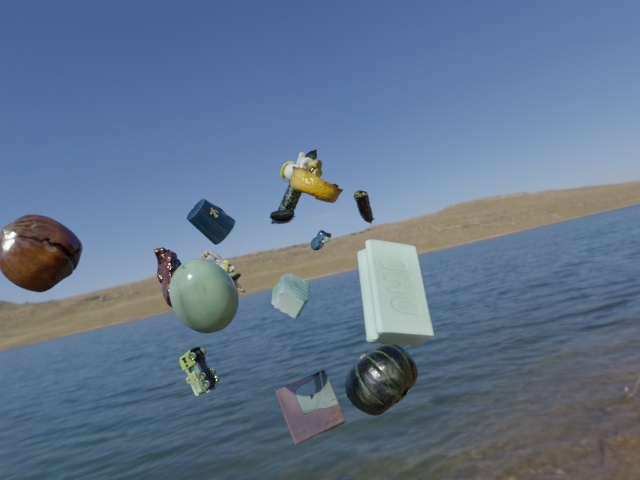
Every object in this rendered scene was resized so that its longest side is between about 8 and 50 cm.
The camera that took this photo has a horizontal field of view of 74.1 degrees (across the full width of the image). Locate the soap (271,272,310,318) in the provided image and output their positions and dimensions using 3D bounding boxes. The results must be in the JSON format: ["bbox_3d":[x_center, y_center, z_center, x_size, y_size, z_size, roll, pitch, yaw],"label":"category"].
[{"bbox_3d":[-0.119,0.219,1.753,0.091,0.145,0.230,-55,14,15],"label":"soap"}]

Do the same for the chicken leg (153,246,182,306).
[{"bbox_3d":[-0.483,0.144,1.424,0.095,0.158,0.407,-11,25,-25],"label":"chicken leg"}]

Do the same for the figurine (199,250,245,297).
[{"bbox_3d":[-0.431,0.153,1.887,0.127,0.235,0.155,-50,-4,-44],"label":"figurine"}]

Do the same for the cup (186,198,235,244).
[{"bbox_3d":[-0.445,-0.091,1.725,0.131,0.155,0.177,-37,31,19],"label":"cup"}]

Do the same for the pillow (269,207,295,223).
[{"bbox_3d":[-0.135,-0.084,1.515,0.090,0.048,0.150,1,-6,-4],"label":"pillow"}]

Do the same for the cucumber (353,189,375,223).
[{"bbox_3d":[0.152,-0.111,1.452,0.053,0.053,0.181,-14,-35,11],"label":"cucumber"}]

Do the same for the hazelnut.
[{"bbox_3d":[-0.802,0.033,1.211,0.181,0.212,0.181,17,-39,-9],"label":"hazelnut"}]

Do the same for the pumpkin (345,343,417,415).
[{"bbox_3d":[0.253,0.583,1.798,0.323,0.241,0.323,-33,-23,-16],"label":"pumpkin"}]

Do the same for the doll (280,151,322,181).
[{"bbox_3d":[-0.071,-0.241,1.481,0.081,0.129,0.207,-7,7,-37],"label":"doll"}]

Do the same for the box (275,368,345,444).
[{"bbox_3d":[-0.041,0.648,1.652,0.215,0.215,0.086,-20,-22,-15],"label":"box"}]

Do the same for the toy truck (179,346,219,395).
[{"bbox_3d":[-0.454,0.487,1.559,0.100,0.169,0.077,-33,-10,15],"label":"toy truck"}]

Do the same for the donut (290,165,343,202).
[{"bbox_3d":[-0.013,-0.171,1.357,0.181,0.078,0.146,26,0,-33],"label":"donut"}]

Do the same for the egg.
[{"bbox_3d":[-0.306,0.147,1.120,0.167,0.168,0.231,-13,-46,1],"label":"egg"}]

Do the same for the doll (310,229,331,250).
[{"bbox_3d":[0.000,0.000,1.557,0.083,0.050,0.076,-50,-1,23],"label":"doll"}]

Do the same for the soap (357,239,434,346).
[{"bbox_3d":[0.194,0.137,1.127,0.159,0.266,0.088,9,-36,-18],"label":"soap"}]

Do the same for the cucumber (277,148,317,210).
[{"bbox_3d":[-0.087,-0.232,1.675,0.067,0.294,0.067,24,3,-1],"label":"cucumber"}]

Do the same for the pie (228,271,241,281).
[{"bbox_3d":[-0.307,0.132,1.443,0.084,0.021,0.084,-25,-18,-8],"label":"pie"}]
